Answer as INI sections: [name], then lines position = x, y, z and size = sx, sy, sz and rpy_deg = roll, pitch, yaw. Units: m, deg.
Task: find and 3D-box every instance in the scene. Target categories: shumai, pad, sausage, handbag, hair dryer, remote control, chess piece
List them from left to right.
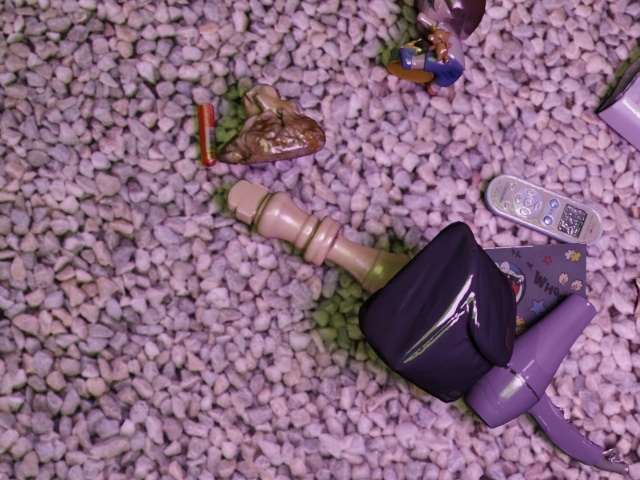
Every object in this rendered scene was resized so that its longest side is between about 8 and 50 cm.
[sausage]
position = -0.223, -0.203, 1.227
size = 0.034, 0.034, 0.130
rpy_deg = -5, 87, -2
[shumai]
position = -0.099, -0.218, 1.172
size = 0.209, 0.161, 0.153
rpy_deg = -8, 90, 15
[chess piece]
position = 0.000, 0.000, 1.182
size = 0.397, 0.117, 0.117
rpy_deg = 29, 86, 1
[handbag]
position = 0.244, 0.139, 1.073
size = 0.275, 0.302, 0.178
rpy_deg = -42, 51, 5
[pad]
position = 0.403, 0.090, 1.222
size = 0.245, 0.006, 0.170
rpy_deg = -3, 98, 0
[remote control]
position = 0.442, -0.058, 1.235
size = 0.244, 0.047, 0.087
rpy_deg = 23, 82, 0
[hair dryer]
position = 0.481, 0.313, 1.196
size = 0.301, 0.121, 0.361
rpy_deg = -43, 99, -7

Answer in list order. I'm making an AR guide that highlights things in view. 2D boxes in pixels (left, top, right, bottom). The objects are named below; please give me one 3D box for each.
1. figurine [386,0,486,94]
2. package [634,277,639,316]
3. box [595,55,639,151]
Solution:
[figurine]
position = 0.232, -0.435, 1.205
size = 0.158, 0.161, 0.276
rpy_deg = 14, 82, 35
[package]
position = 0.656, 0.114, 1.239
size = 0.059, 0.029, 0.083
rpy_deg = -1, 97, -9
[box]
position = 0.747, -0.217, 1.224
size = 0.369, 0.112, 0.190
rpy_deg = 40, 85, 0
